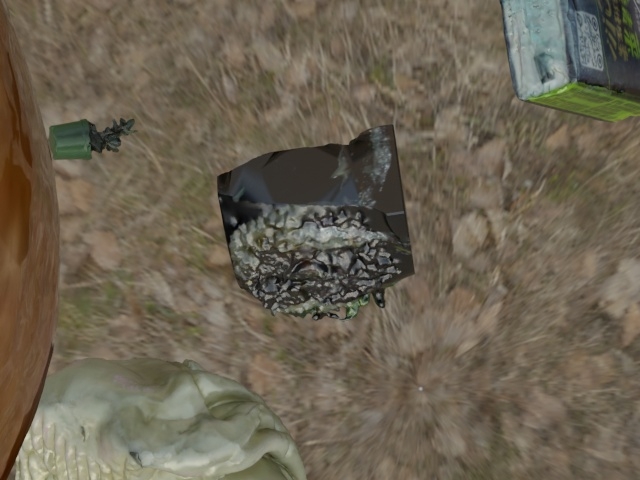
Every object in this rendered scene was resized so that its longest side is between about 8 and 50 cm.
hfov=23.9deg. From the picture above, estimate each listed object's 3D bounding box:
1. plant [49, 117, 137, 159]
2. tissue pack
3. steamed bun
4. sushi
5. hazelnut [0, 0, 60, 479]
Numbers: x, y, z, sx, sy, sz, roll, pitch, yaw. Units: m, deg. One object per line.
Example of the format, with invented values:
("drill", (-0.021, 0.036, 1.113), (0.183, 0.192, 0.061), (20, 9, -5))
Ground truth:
("plant", (-0.263, -0.119, 1.765), (0.102, 0.051, 0.051), (-8, 84, -17))
("tissue pack", (0.241, -0.206, 1.411), (0.073, 0.235, 0.173), (-12, 84, 29))
("steamed bun", (-0.136, 0.232, 1.468), (0.275, 0.206, 0.320), (-11, 112, 39))
("sushi", (0.000, 0.000, 0.702), (0.083, 0.085, 0.056), (-8, 48, 2))
("hazelnut", (-0.261, -0.003, 0.616), (0.372, 0.315, 0.372), (-14, 67, 35))
